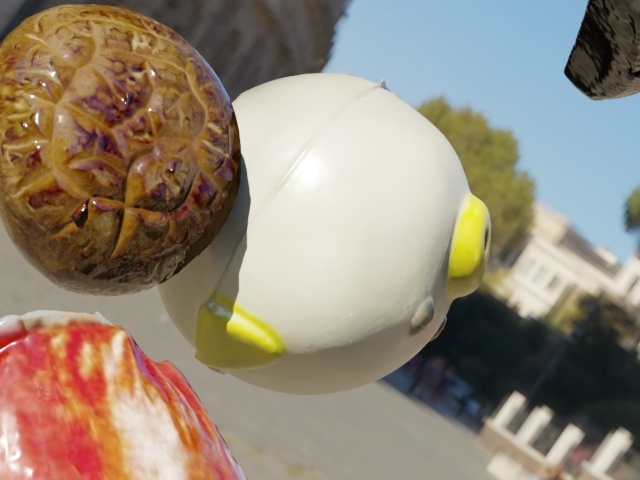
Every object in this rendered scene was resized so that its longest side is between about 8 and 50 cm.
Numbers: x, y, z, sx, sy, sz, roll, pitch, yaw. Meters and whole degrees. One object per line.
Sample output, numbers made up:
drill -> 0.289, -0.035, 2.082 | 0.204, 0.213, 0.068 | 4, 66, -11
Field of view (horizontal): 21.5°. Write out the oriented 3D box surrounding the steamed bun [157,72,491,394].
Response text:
steamed bun -> -0.006, -0.003, 1.667 | 0.334, 0.334, 0.374 | 35, 1, 13

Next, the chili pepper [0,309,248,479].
chili pepper -> -0.127, 0.218, 0.759 | 0.229, 0.251, 0.305 | 39, 27, -62

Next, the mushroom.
mushroom -> -0.179, -0.079, 1.429 | 0.253, 0.253, 0.153 | 36, -25, -24

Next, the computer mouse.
computer mouse -> 0.222, -0.158, 1.126 | 0.073, 0.122, 0.217 | 28, -16, 10
